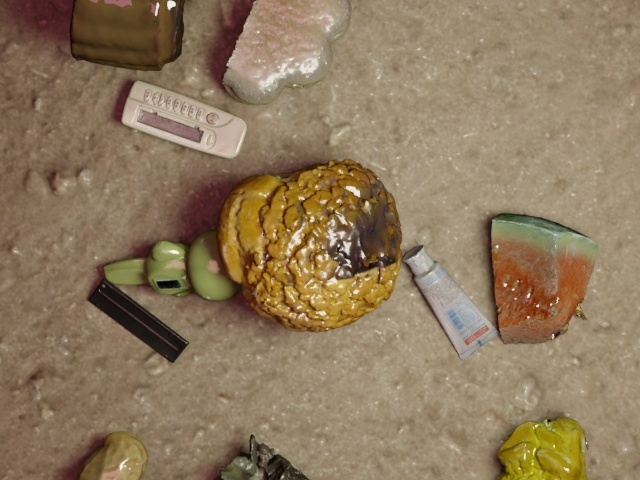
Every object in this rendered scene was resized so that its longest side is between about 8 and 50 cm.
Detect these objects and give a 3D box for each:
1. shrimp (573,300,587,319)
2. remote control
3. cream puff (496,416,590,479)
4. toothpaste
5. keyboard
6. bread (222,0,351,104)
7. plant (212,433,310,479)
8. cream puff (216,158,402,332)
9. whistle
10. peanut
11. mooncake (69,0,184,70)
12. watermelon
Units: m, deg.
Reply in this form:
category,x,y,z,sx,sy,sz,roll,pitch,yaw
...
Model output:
category,x,y,z,sx,sy,sz,roll,pitch,yaw
shrimp,0.492,0.103,1.901,0.059,0.023,0.108,-40,92,-9
remote control,-0.254,-0.223,1.848,0.230,0.049,0.090,20,91,-3
cream puff,0.415,0.446,1.835,0.194,0.195,0.221,-6,87,-2
toothpaste,0.244,0.115,1.879,0.089,0.057,0.234,-36,99,1
keyboard,-0.344,0.152,1.859,0.202,0.011,0.067,38,119,-4
bread,-0.048,-0.398,1.831,0.183,0.102,0.337,25,88,-7
plant,-0.094,0.463,1.831,0.203,0.131,0.142,32,93,-1
cream puff,0.000,0.000,1.732,0.343,0.231,0.327,33,68,-34
whistle,-0.254,0.039,1.829,0.294,0.141,0.141,6,91,22
peanut,-0.406,0.500,1.827,0.136,0.120,0.298,18,90,-26
mooncake,-0.321,-0.456,1.712,0.187,0.324,0.324,7,91,-8
watermelon,0.405,0.087,1.850,0.192,0.140,0.257,12,101,17
